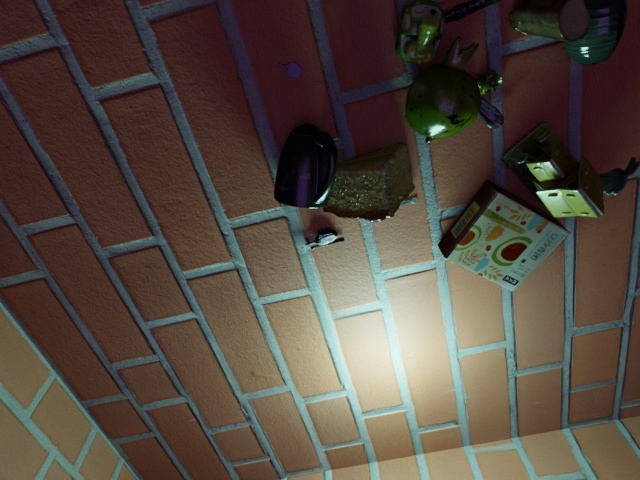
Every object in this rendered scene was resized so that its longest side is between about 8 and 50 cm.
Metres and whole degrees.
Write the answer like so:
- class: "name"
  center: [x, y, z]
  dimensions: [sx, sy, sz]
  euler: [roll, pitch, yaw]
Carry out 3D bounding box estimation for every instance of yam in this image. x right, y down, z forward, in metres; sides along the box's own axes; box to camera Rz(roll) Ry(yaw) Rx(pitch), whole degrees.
- class: "yam"
  center: [0.721, -0.707, 1.408]
  dimensions: [0.127, 0.238, 0.130]
  euler: [-15, 122, -10]

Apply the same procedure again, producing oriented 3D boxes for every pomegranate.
- class: "pomegranate"
  center: [0.424, -0.502, 1.504]
  dimensions: [0.260, 0.261, 0.341]
  euler: [13, 123, -9]

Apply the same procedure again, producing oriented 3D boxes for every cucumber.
- class: "cucumber"
  center: [0.528, -0.783, 1.462]
  dimensions: [0.256, 0.043, 0.044]
  euler: [-21, 123, 10]

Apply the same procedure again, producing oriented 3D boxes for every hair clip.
- class: "hair clip"
  center: [0.586, -0.497, 1.631]
  dimensions: [0.229, 0.036, 0.066]
  euler: [38, 113, -18]

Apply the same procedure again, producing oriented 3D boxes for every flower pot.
- class: "flower pot"
  center: [0.885, -0.694, 1.437]
  dimensions: [0.157, 0.189, 0.243]
  euler: [12, 136, 39]

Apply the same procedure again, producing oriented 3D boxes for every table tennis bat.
- class: "table tennis bat"
  center: [-0.107, -0.605, 1.571]
  dimensions: [0.083, 0.007, 0.050]
  euler: [17, 119, -12]

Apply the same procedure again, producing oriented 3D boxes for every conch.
- class: "conch"
  center: [0.596, -0.559, 1.572]
  dimensions: [0.121, 0.074, 0.089]
  euler: [-3, 155, -24]

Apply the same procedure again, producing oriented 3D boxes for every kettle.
- class: "kettle"
  center: [-0.036, -0.273, 1.632]
  dimensions: [0.207, 0.268, 0.291]
  euler: [-10, 117, -42]

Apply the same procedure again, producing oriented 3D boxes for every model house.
- class: "model house"
  center: [0.928, -0.263, 1.609]
  dimensions: [0.340, 0.324, 0.300]
  euler: [-41, 114, 20]

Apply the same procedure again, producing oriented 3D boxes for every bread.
- class: "bread"
  center: [0.190, -0.232, 1.762]
  dimensions: [0.315, 0.279, 0.249]
  euler: [14, 130, 42]

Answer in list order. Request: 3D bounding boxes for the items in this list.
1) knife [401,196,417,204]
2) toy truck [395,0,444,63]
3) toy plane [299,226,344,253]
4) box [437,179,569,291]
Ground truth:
- class: "knife"
  center: [0.353, -0.158, 1.837]
  dimensions: [0.096, 0.010, 0.027]
  euler: [-12, 119, 6]
- class: "toy truck"
  center: [0.328, -0.660, 1.448]
  dimensions: [0.148, 0.211, 0.187]
  euler: [4, 138, -4]
- class: "toy plane"
  center: [-0.001, 0.000, 1.898]
  dimensions: [0.196, 0.053, 0.078]
  euler: [-19, 127, 5]
- class: "box"
  center: [0.756, -0.010, 1.866]
  dimensions: [0.385, 0.122, 0.345]
  euler: [25, 116, -15]
